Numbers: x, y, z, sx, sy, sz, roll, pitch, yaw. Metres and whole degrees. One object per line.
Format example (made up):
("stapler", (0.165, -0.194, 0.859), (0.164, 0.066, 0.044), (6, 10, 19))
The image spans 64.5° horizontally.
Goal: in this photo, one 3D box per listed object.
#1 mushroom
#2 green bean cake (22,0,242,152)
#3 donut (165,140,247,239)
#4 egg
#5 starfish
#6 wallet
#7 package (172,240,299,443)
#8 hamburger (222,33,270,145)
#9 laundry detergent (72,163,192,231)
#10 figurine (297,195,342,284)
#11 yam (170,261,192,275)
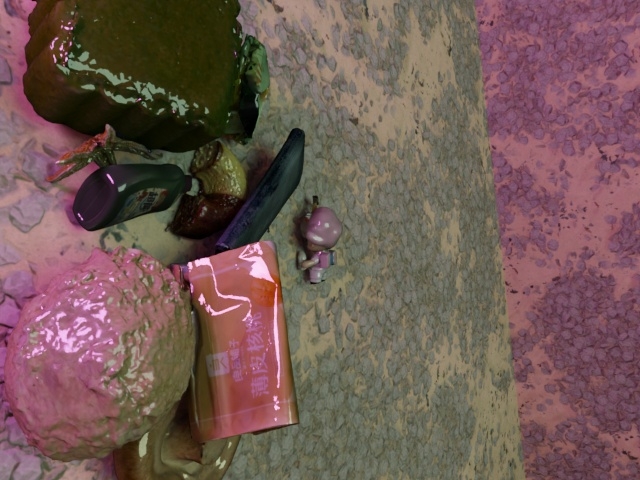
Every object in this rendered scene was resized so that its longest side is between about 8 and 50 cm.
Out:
("mushroom", (-0.249, 0.357, 0.933), (0.278, 0.146, 0.277), (-3, 93, -59))
("green bean cake", (-0.314, -0.331, 0.858), (0.319, 0.218, 0.334), (17, 68, -43))
("donut", (-0.216, -0.100, 1.056), (0.141, 0.085, 0.217), (29, 64, -48))
("egg", (-0.324, 0.166, 0.762), (0.279, 0.279, 0.310), (31, 57, -47))
("starfish", (-0.363, -0.130, 0.814), (0.208, 0.176, 0.053), (34, 31, -87))
("wallet", (-0.126, -0.073, 1.125), (0.190, 0.046, 0.378), (106, 10, -55))
("package", (-0.162, 0.179, 0.882), (0.165, 0.221, 0.310), (3, 66, -28))
("hamburger", (-0.169, -0.334, 1.053), (0.235, 0.125, 0.214), (89, 6, -76))
("laundry detergent", (-0.314, -0.083, 0.899), (0.078, 0.144, 0.222), (51, 26, 7))
("figurine", (0.000, 0.000, 1.318), (0.137, 0.112, 0.228), (-11, 107, -57))
("yam", (-0.265, 0.125, 0.996), (0.068, 0.068, 0.169), (7, 82, -52))
